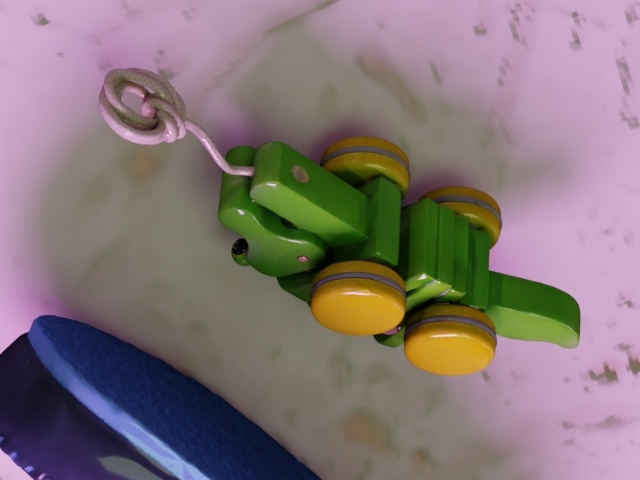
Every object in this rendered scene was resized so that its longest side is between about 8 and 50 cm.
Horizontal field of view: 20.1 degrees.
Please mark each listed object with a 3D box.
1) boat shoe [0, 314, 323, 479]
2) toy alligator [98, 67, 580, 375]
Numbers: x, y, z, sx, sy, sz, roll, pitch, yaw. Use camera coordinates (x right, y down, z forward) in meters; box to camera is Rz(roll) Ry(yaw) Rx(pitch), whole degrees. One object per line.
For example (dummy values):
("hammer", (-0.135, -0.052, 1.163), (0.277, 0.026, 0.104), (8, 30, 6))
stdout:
("boat shoe", (-0.020, 0.125, 0.577), (0.089, 0.109, 0.258), (-43, 120, 5))
("toy alligator", (0.000, 0.000, 0.559), (0.190, 0.056, 0.051), (25, 143, -30))
